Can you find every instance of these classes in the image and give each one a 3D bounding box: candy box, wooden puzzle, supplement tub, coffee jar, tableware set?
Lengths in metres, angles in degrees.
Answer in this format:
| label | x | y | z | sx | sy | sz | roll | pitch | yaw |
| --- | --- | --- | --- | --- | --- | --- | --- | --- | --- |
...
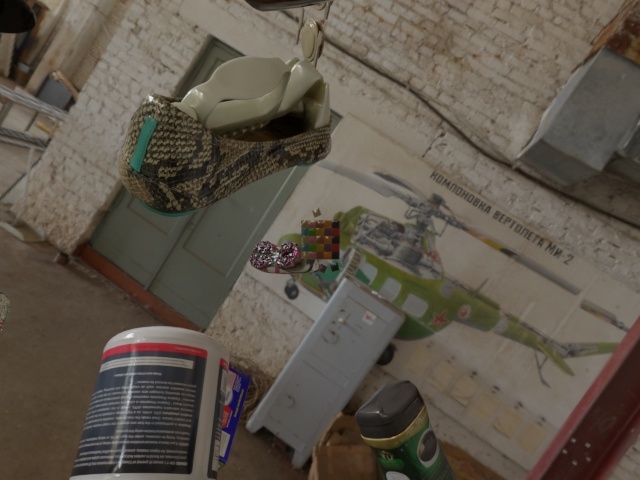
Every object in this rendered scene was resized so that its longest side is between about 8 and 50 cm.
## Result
| label | x | y | z | sx | sy | sz | roll | pitch | yaw |
| --- | --- | --- | --- | --- | --- | --- | --- | --- | --- |
| candy box | -0.345 | 0.526 | 1.149 | 0.122 | 0.317 | 0.268 | 35 | 25 | -14 |
| wooden puzzle | 0.000 | 0.000 | 0.540 | 0.049 | 0.083 | 0.006 | 1 | -1 | 7 |
| supplement tub | -0.238 | 0.279 | 0.613 | 0.191 | 0.191 | 0.272 | 30 | 46 | -38 |
| coffee jar | 0.117 | 0.285 | 0.565 | 0.096 | 0.079 | 0.184 | -24 | 91 | -48 |
| tableware set | 0.001 | -0.461 | 0.869 | 0.039 | 0.194 | 0.128 | -8 | 53 | -23 |

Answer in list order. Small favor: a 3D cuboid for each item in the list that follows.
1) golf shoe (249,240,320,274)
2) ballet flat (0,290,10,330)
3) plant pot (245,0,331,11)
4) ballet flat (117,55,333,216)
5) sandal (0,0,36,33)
| label | x | y | z | sx | sy | sz | roll | pitch | yaw |
| --- | --- | --- | --- | --- | --- | --- | --- | --- | --- |
| golf shoe | -0.082 | 0.046 | 0.911 | 0.086 | 0.067 | 0.186 | 34 | -19 | -36 |
| ballet flat | -0.672 | 0.147 | 0.735 | 0.091 | 0.241 | 0.077 | 130 | -53 | -75 |
| plant pot | 0.022 | -0.409 | 0.548 | 0.231 | 0.215 | 0.215 | 16 | -3 | 22 |
| ballet flat | -0.079 | -0.183 | 0.638 | 0.164 | 0.182 | 0.483 | 35 | 33 | 9 |
| sandal | -0.382 | -0.250 | 0.417 | 0.179 | 0.067 | 0.040 | 14 | 55 | -55 |
